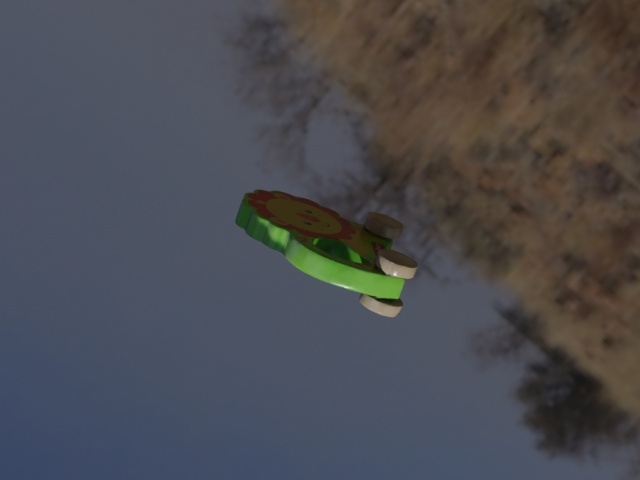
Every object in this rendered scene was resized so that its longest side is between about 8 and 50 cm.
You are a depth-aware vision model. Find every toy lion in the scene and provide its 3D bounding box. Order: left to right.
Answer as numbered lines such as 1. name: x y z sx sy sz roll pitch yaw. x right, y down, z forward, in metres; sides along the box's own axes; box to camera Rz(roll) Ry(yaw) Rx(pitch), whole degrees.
1. toy lion: 0.000 0.000 0.927 0.096 0.034 0.100 17 -163 -11
